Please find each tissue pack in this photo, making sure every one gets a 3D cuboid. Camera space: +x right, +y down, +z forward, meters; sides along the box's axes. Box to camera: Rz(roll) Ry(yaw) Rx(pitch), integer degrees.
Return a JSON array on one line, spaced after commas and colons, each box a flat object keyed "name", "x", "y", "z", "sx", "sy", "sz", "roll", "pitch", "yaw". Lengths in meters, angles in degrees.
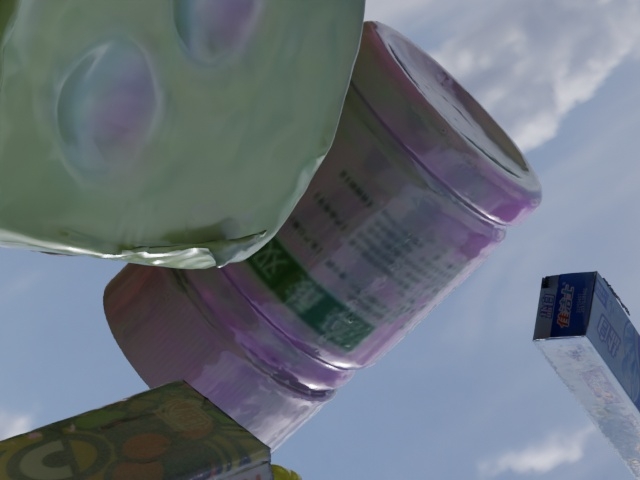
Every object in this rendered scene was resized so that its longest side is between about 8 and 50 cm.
[{"name": "tissue pack", "x": -0.112, "y": 0.132, "z": 0.917, "sx": 0.148, "sy": 0.060, "sz": 0.108, "roll": -18, "pitch": -153, "yaw": -25}]

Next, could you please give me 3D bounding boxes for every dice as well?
[{"name": "dice", "x": -0.139, "y": -0.123, "z": 0.765, "sx": 0.254, "sy": 0.250, "sz": 0.252, "roll": 7, "pitch": 180, "yaw": 32}]

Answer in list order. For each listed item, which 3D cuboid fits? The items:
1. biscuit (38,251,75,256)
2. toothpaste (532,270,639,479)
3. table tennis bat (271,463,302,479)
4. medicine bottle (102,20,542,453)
[{"name": "biscuit", "x": -0.140, "y": -0.012, "z": 1.161, "sx": 0.120, "sy": 0.015, "sz": 0.120, "roll": -8, "pitch": -163, "yaw": 2}, {"name": "toothpaste", "x": 0.255, "y": 0.123, "z": 1.466, "sx": 0.053, "sy": 0.272, "sz": 0.066, "roll": -7, "pitch": -127, "yaw": 28}, {"name": "table tennis bat", "x": -0.080, "y": 0.353, "z": 1.531, "sx": 0.224, "sy": 0.054, "sz": 0.369, "roll": -18, "pitch": -140, "yaw": 36}, {"name": "medicine bottle", "x": 0.000, "y": 0.000, "z": 1.432, "sx": 0.325, "sy": 0.212, "sz": 0.212, "roll": -43, "pitch": -167, "yaw": 17}]
